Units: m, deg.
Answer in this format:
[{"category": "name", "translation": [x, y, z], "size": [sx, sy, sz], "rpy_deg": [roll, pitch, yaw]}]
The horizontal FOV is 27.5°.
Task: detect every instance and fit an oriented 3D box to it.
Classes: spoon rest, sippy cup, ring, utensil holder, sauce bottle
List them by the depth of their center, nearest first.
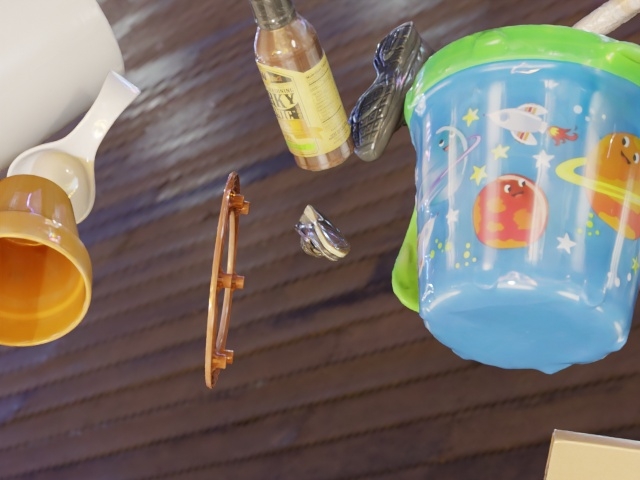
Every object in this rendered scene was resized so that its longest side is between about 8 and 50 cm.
[{"category": "sippy cup", "translation": [0.176, -0.020, 1.085], "size": [0.240, 0.305, 0.224], "rpy_deg": [6, 62, 8]}, {"category": "spoon rest", "translation": [-0.369, -0.126, 1.949], "size": [0.276, 0.137, 0.084], "rpy_deg": [-51, 11, 27]}, {"category": "ring", "translation": [-0.141, 0.062, 2.025], "size": [0.032, 0.337, 0.336], "rpy_deg": [7, 32, 0]}, {"category": "sauce bottle", "translation": [-0.042, -0.275, 2.097], "size": [0.111, 0.344, 0.111], "rpy_deg": [-15, 33, 10]}, {"category": "utensil holder", "translation": [-0.567, -0.278, 2.159], "size": [0.385, 0.328, 0.327], "rpy_deg": [-39, 23, -22]}]

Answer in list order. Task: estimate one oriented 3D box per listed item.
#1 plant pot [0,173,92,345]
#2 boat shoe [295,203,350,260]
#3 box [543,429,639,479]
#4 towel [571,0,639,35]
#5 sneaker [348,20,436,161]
[{"category": "plant pot", "translation": [-0.420, 0.011, 1.841], "size": [0.205, 0.205, 0.188], "rpy_deg": [-29, 36, 18]}, {"category": "boat shoe", "translation": [0.000, 0.000, 1.739], "size": [0.049, 0.056, 0.152], "rpy_deg": [-53, 18, 10]}, {"category": "box", "translation": [0.342, 0.290, 1.438], "size": [0.201, 0.164, 0.021], "rpy_deg": [8, 29, 5]}, {"category": "towel", "translation": [0.534, -0.406, 2.211], "size": [0.187, 0.049, 0.282], "rpy_deg": [-34, 0, 32]}, {"category": "sneaker", "translation": [0.142, -0.244, 2.263], "size": [0.109, 0.130, 0.286], "rpy_deg": [-18, 42, 52]}]
